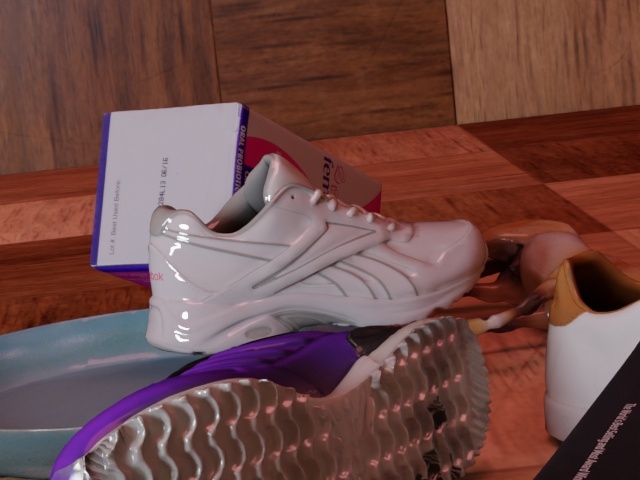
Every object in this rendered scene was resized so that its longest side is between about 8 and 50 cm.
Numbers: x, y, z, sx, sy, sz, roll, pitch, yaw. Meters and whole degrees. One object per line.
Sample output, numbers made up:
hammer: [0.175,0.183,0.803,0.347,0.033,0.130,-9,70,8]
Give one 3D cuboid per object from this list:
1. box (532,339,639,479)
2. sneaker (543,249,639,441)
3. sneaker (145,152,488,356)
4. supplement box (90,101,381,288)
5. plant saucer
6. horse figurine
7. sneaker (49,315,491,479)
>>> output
box: [0.217,0.106,0.664,0.242,0.077,0.307,5,12,20]
sneaker: [0.229,0.055,0.903,0.290,0.123,0.106,4,12,42]
sneaker: [0.000,0.000,1.126,0.232,0.115,0.090,-10,10,-24]
supplement box: [-0.053,-0.013,1.282,0.114,0.111,0.220,-2,-13,26]
plant saucer: [-0.109,0.092,1.129,0.317,0.044,0.317,-5,10,1]
horse figurine: [0.143,0.033,1.258,0.174,0.066,0.263,-15,14,-16]
sneaker: [-0.047,0.105,0.877,0.146,0.102,0.293,-4,4,36]
